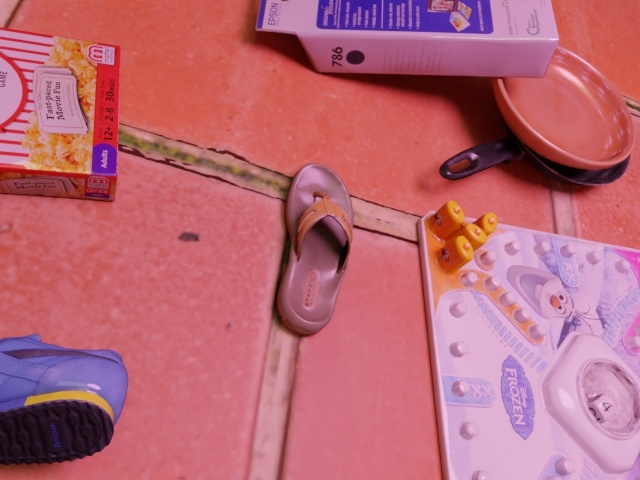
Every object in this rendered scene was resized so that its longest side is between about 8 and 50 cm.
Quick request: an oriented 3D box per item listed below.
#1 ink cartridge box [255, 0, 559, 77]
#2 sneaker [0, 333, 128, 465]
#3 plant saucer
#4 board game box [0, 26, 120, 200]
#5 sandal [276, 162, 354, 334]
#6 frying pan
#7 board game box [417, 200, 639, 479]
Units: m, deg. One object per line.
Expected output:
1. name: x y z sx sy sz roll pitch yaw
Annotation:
1. ink cartridge box: 0.098 -0.276 0.684 0.333 0.065 0.165 4 60 2
2. sneaker: -0.241 0.104 0.391 0.210 0.069 0.082 1 31 -13
3. plant saucer: 0.294 -0.165 0.710 0.200 0.037 0.199 10 57 -16
4. board game box: -0.275 -0.113 0.491 0.194 0.045 0.146 2 63 -22
5. sandal: 0.000 0.000 0.546 0.072 0.049 0.180 17 59 -14
6. frying pan: 0.283 -0.110 0.723 0.197 0.053 0.326 39 58 1
7. board game box: 0.298 0.160 0.589 0.390 0.050 0.389 9 61 -18
